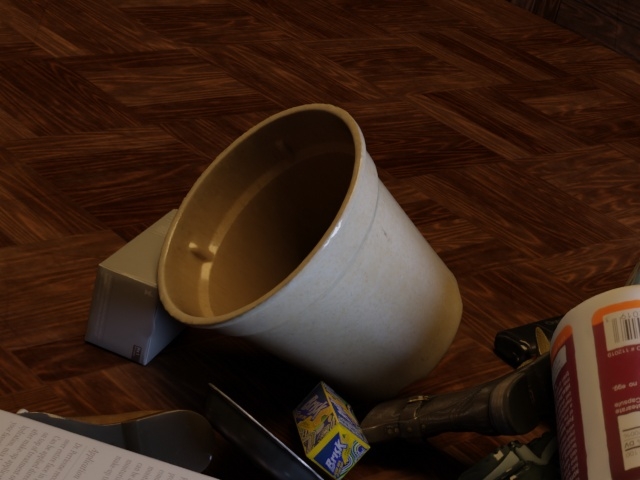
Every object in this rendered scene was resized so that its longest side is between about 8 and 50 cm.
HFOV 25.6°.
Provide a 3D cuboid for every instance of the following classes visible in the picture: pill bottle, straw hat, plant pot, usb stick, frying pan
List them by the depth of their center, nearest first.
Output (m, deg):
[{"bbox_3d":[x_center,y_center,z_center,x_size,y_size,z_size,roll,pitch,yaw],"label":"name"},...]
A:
[{"bbox_3d":[0.386,0.263,1.610,0.224,0.224,0.392,11,47,-8],"label":"pill bottle"},{"bbox_3d":[-0.017,0.282,1.654,0.326,0.053,0.197,43,-9,-11],"label":"frying pan"},{"bbox_3d":[0.013,0.046,1.833,0.305,0.334,0.334,42,8,-33],"label":"plant pot"},{"bbox_3d":[0.305,0.199,1.994,0.061,0.144,0.144,-24,20,15],"label":"straw hat"},{"bbox_3d":[0.379,0.144,2.179,0.278,0.045,0.077,-10,27,-41],"label":"usb stick"}]

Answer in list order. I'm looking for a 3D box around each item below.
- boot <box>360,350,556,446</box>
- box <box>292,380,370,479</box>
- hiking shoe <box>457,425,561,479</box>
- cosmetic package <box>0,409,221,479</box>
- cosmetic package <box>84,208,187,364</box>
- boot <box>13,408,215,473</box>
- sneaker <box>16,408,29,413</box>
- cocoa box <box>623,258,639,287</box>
[{"bbox_3d":[0.188,0.208,1.809,0.229,0.091,0.263,-13,-3,33],"label":"boot"},{"bbox_3d":[0.011,0.230,1.719,0.054,0.059,0.169,42,4,-12],"label":"box"},{"bbox_3d":[0.285,0.310,1.748,0.304,0.113,0.132,-8,63,-51],"label":"hiking shoe"},{"bbox_3d":[-0.160,0.340,1.343,0.453,0.161,0.230,17,25,6],"label":"cosmetic package"},{"bbox_3d":[-0.221,0.060,1.945,0.107,0.127,0.238,22,24,15],"label":"cosmetic package"},{"bbox_3d":[-0.282,0.243,1.599,0.305,0.112,0.115,-2,-1,-23],"label":"boot"},{"bbox_3d":[-0.334,0.217,1.635,0.037,0.032,0.083,28,-2,10],"label":"sneaker"},{"bbox_3d":[0.510,0.158,1.969,0.228,0.231,0.347,28,28,9],"label":"cocoa box"}]
